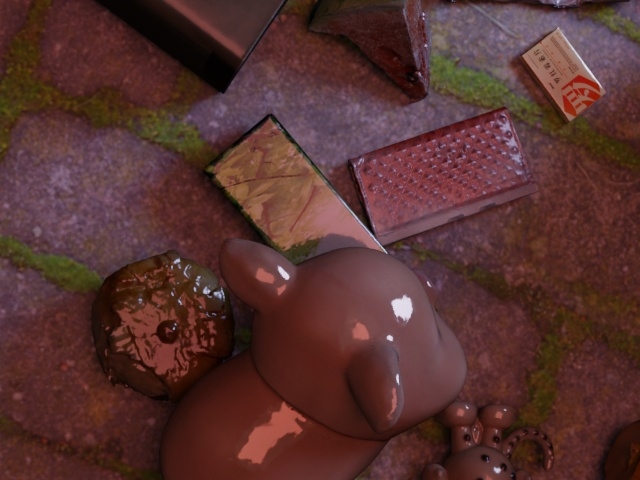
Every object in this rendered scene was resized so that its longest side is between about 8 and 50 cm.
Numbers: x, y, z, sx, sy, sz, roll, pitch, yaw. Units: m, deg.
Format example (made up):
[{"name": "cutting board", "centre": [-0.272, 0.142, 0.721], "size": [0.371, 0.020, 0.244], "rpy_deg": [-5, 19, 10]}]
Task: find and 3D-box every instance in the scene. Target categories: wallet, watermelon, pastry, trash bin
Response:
[{"name": "wallet", "centre": [0.133, -0.070, 1.629], "size": [0.196, 0.020, 0.103], "rpy_deg": [-20, 91, -15]}, {"name": "watermelon", "centre": [0.088, -0.238, 1.593], "size": [0.158, 0.121, 0.098], "rpy_deg": [37, 56, -12]}, {"name": "pastry", "centre": [-0.158, 0.086, 1.512], "size": [0.153, 0.081, 0.153], "rpy_deg": [5, 74, -17]}, {"name": "trash bin", "centre": [-0.146, -0.293, 1.533], "size": [0.240, 0.122, 0.164], "rpy_deg": [35, 77, -6]}]

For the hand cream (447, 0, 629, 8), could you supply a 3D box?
[{"name": "hand cream", "centre": [0.258, -0.298, 1.668], "size": [0.257, 0.050, 0.084], "rpy_deg": [1, 83, -8]}]

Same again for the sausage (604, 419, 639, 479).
[{"name": "sausage", "centre": [0.464, 0.297, 1.635], "size": [0.328, 0.112, 0.112], "rpy_deg": [26, 79, -12]}]

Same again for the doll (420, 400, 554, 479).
[{"name": "doll", "centre": [0.167, 0.307, 1.562], "size": [0.154, 0.119, 0.278], "rpy_deg": [14, 72, -14]}]

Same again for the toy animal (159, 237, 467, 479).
[{"name": "toy animal", "centre": [-0.015, 0.145, 1.444], "size": [0.326, 0.269, 0.237], "rpy_deg": [-39, 67, -13]}]

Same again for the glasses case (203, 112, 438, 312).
[{"name": "glasses case", "centre": [0.000, 0.000, 1.568], "size": [0.095, 0.062, 0.272], "rpy_deg": [-40, 94, -1]}]

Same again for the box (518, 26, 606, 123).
[{"name": "box", "centre": [0.270, -0.185, 1.676], "size": [0.058, 0.015, 0.093], "rpy_deg": [-38, 93, -16]}]
